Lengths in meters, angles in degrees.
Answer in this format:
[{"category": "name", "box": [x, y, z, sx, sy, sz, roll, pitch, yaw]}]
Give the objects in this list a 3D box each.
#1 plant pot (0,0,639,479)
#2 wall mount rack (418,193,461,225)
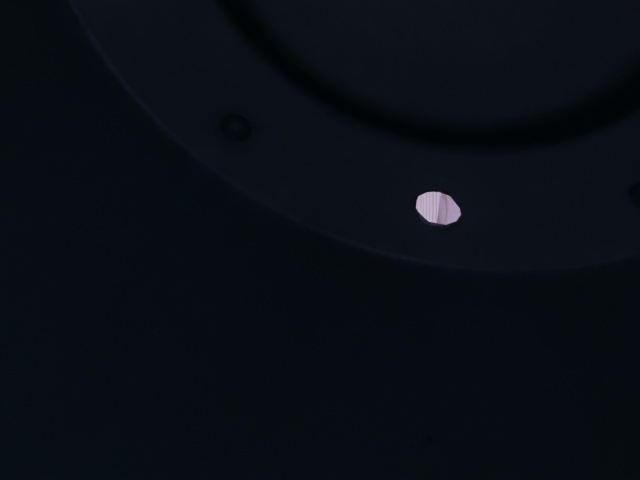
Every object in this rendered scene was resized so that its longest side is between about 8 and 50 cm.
[{"category": "plant pot", "box": [0.000, 0.000, 0.230, 0.235, 0.293, 0.293, -66, -13, -51]}, {"category": "wall mount rack", "box": [0.030, -0.029, 0.663, 0.304, 0.130, 0.350, -103, 16, -61]}]
